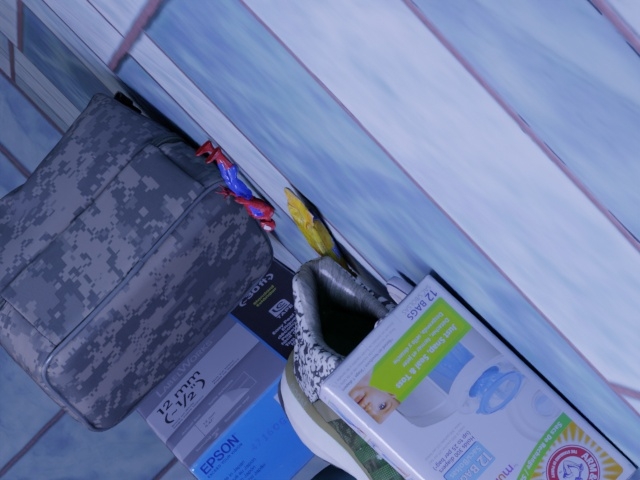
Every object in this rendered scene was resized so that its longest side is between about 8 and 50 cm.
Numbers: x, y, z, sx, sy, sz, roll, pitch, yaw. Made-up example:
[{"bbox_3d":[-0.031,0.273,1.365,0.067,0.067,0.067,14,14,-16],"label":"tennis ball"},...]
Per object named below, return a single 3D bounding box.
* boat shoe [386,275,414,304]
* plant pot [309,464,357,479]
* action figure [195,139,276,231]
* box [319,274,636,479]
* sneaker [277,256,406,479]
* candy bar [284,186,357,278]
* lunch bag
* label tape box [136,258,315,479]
[{"bbox_3d":[0.083,0.070,1.303,0.100,0.035,0.035,43,174,11],"label":"boat shoe"},{"bbox_3d":[0.118,0.367,1.966,0.293,0.293,0.235,45,156,1],"label":"plant pot"},{"bbox_3d":[-0.078,-0.048,1.623,0.115,0.030,0.038,47,169,-34],"label":"action figure"},{"bbox_3d":[0.110,0.137,1.208,0.203,0.114,0.103,44,172,6],"label":"box"},{"bbox_3d":[0.087,0.142,1.363,0.410,0.158,0.182,32,149,44],"label":"sneaker"},{"bbox_3d":[0.000,0.000,1.465,0.040,0.018,0.161,46,175,27],"label":"candy bar"},{"bbox_3d":[-0.237,0.007,1.785,0.256,0.305,0.212,37,168,28],"label":"lunch bag"},{"bbox_3d":[-0.094,0.154,2.003,0.115,0.249,0.347,48,173,-29],"label":"label tape box"}]
